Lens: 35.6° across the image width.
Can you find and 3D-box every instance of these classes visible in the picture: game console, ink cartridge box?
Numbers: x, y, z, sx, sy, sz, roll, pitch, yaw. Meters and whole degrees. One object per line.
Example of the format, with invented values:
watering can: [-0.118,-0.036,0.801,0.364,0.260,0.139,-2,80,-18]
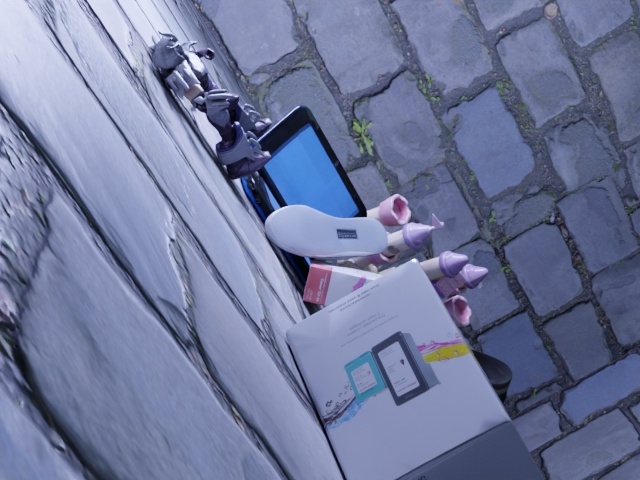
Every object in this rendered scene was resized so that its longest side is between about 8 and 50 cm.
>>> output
game console: [-0.016,-0.071,1.889,0.293,0.173,0.250,58,4,-26]
ink cartridge box: [0.116,0.210,1.235,0.198,0.197,0.270,56,6,-46]
ink cartridge box: [0.073,0.090,1.733,0.115,0.198,0.067,-65,167,-85]

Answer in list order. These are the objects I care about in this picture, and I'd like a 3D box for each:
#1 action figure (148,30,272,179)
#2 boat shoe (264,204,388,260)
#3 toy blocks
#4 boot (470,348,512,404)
action figure: [-0.174,-0.228,1.559,0.285,0.099,0.185,52,13,-47]
boat shoe: [0.000,0.000,1.776,0.258,0.084,0.095,11,66,-35]
toy blocks: [0.201,0.092,2.009,0.288,0.260,0.309,48,45,-24]
boot: [0.257,0.366,2.308,0.138,0.378,0.284,-34,131,-48]
